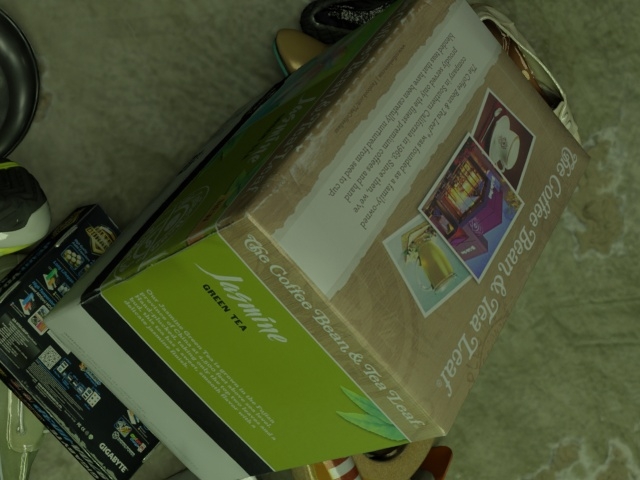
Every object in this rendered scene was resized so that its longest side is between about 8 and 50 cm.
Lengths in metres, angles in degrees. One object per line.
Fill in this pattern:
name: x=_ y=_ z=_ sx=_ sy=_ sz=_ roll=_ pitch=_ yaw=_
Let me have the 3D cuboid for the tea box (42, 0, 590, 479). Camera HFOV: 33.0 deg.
tea box: x=0.000 y=0.000 z=0.917 sx=0.220 sy=0.323 sz=0.329 roll=49 pitch=49 yaw=-15

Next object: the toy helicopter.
toy helicopter: x=0.024 y=0.261 z=1.095 sx=0.235 sy=0.140 sz=0.355 roll=40 pitch=68 yaw=-30

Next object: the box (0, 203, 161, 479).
box: x=-0.215 y=0.103 z=1.052 sx=0.220 sy=0.051 sz=0.175 roll=52 pitch=59 yaw=-20

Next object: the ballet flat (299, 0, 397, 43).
ballet flat: x=0.065 y=-0.225 z=1.094 sx=0.173 sy=0.049 sz=0.058 roll=-10 pitch=103 yaw=-9

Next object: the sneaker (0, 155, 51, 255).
sneaker: x=-0.407 y=0.016 z=0.952 sx=0.384 sy=0.145 sz=0.147 roll=-7 pitch=111 yaw=14

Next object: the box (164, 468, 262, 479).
box: x=-0.098 y=0.325 z=1.144 sx=0.130 sy=0.091 sz=0.171 roll=-26 pitch=104 yaw=-5

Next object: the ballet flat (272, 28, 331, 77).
ballet flat: x=0.042 y=-0.128 z=1.092 sx=0.073 sy=0.080 sz=0.232 roll=-24 pitch=115 yaw=27

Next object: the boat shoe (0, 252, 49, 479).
boat shoe: x=-0.307 y=0.159 z=1.066 sx=0.094 sy=0.109 sz=0.302 roll=-4 pitch=99 yaw=-14

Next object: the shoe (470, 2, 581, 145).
shoe: x=0.211 y=-0.149 z=1.133 sx=0.076 sy=0.058 sz=0.219 roll=-36 pitch=105 yaw=-3

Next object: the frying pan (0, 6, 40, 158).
frying pan: x=-0.411 y=-0.103 z=1.000 sx=0.326 sy=0.053 sz=0.197 roll=-36 pitch=124 yaw=-6
